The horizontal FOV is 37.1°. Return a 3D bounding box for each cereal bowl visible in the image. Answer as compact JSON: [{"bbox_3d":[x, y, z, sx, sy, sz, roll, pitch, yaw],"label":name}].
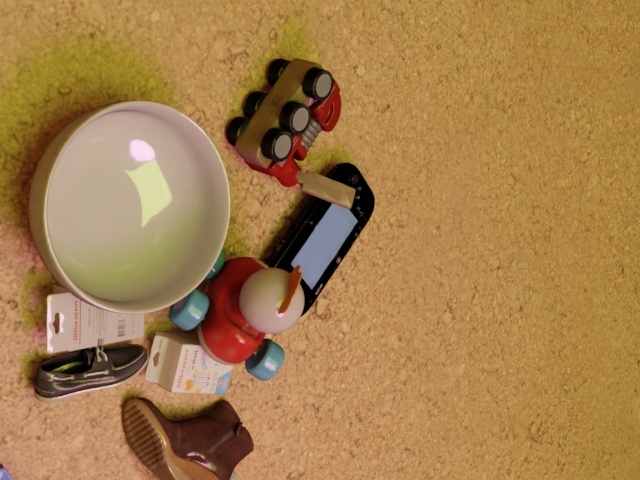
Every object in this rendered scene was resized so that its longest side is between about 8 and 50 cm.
[{"bbox_3d":[-0.319,-0.055,1.532,0.338,0.141,0.339,-5,98,-42],"label":"cereal bowl"}]

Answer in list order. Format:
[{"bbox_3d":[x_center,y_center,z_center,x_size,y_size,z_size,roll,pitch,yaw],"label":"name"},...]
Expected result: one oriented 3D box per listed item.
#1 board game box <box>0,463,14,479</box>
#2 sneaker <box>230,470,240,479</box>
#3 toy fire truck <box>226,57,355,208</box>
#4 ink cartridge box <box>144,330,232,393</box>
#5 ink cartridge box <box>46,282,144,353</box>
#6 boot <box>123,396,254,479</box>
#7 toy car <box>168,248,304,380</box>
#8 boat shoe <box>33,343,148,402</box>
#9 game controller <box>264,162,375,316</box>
[{"bbox_3d":[-0.521,0.527,1.480,0.233,0.078,0.347,-43,132,-30],"label":"board game box"},{"bbox_3d":[-0.250,0.566,1.792,0.152,0.114,0.305,40,74,-43],"label":"sneaker"},{"bbox_3d":[-0.021,-0.186,1.795,0.217,0.158,0.246,-58,144,-16],"label":"toy fire truck"},{"bbox_3d":[-0.242,0.222,1.725,0.143,0.089,0.092,10,95,-44],"label":"ink cartridge box"},{"bbox_3d":[-0.385,0.119,1.584,0.180,0.060,0.104,-7,106,-42],"label":"ink cartridge box"},{"bbox_3d":[-0.243,0.356,1.776,0.248,0.090,0.207,59,37,-10],"label":"boot"},{"bbox_3d":[-0.098,0.097,1.667,0.219,0.238,0.210,39,45,-24],"label":"toy car"},{"bbox_3d":[-0.380,0.209,1.598,0.206,0.075,0.065,-17,128,-34],"label":"boat shoe"},{"bbox_3d":[0.000,0.000,1.906,0.319,0.067,0.166,-55,131,-16],"label":"game controller"}]
